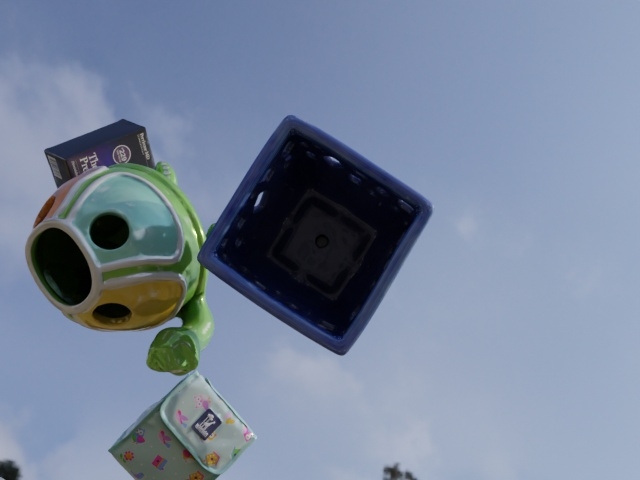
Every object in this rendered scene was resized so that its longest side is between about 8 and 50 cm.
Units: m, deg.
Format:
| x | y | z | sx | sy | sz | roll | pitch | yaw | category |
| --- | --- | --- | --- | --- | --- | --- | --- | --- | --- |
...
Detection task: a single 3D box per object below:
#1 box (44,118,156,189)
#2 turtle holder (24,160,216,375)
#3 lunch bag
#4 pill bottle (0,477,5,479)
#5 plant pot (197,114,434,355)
| x | y | z | sx | sy | sz | roll | pitch | yaw | category |
| --- | --- | --- | --- | --- | --- | --- | --- | --- | --- |
| -0.427 | -0.092 | 1.697 | 0.103 | 0.184 | 0.261 | 22 | -48 | 43 | box |
| -0.297 | 0.047 | 1.227 | 0.244 | 0.227 | 0.320 | -10 | -83 | 28 | turtle holder |
| -0.303 | 0.450 | 1.864 | 0.262 | 0.160 | 0.223 | -42 | -88 | 6 | lunch bag |
| -0.730 | 0.615 | 1.654 | 0.162 | 0.278 | 0.162 | 19 | -48 | 23 | pill bottle |
| 0.000 | 0.000 | 1.143 | 0.236 | 0.236 | 0.212 | 32 | -3 | 6 | plant pot |
